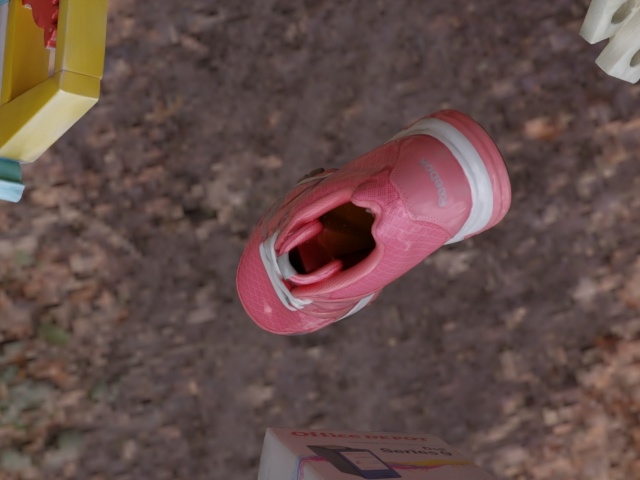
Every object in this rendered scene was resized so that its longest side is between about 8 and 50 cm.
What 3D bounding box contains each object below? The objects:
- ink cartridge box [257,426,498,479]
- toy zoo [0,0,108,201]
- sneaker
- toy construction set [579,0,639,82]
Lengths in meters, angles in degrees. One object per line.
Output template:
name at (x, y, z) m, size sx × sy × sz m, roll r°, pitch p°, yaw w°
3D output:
ink cartridge box at (0.054, 0.215, 1.314) m, size 0.154 × 0.093 × 0.212 m, roll 6°, pitch -173°, yaw -20°
toy zoo at (-0.197, -0.168, 1.165) m, size 0.030 × 0.293 × 0.192 m, roll 12°, pitch 162°, yaw -32°
sneaker at (0.000, -0.001, 1.292) m, size 0.136 × 0.116 × 0.314 m, roll -26°, pitch 174°, yaw -38°
toy construction set at (0.276, -0.097, 0.816) m, size 0.151 × 0.328 × 0.215 m, roll -54°, pitch 154°, yaw -6°
